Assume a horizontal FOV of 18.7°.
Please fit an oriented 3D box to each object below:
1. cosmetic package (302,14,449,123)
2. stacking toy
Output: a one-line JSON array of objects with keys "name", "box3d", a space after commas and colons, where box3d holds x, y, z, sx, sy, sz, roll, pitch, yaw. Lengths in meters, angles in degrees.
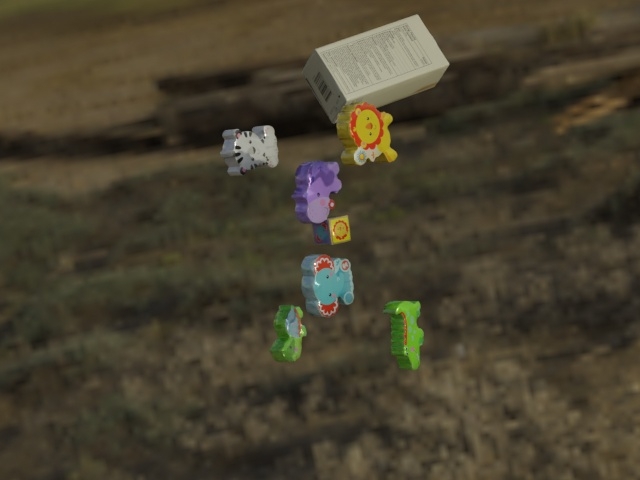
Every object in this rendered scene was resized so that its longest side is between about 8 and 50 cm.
[{"name": "cosmetic package", "box3d": [0.049, -0.151, 1.714, 0.115, 0.060, 0.041, -20, -20, -29]}, {"name": "stacking toy", "box3d": [0.000, 0.000, 1.618, 0.052, 0.221, 0.167, -13, 7, -40]}]
